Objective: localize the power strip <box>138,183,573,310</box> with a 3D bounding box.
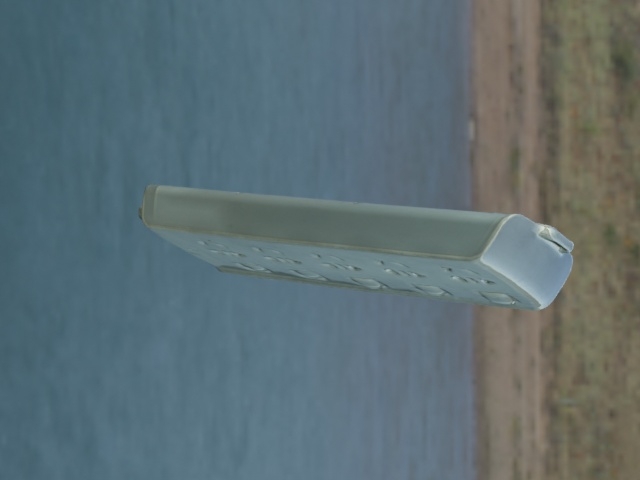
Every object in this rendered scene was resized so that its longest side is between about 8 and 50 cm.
[{"bbox_3d":[0.000,0.000,0.669,0.060,0.253,0.027,33,69,-47],"label":"power strip"}]
